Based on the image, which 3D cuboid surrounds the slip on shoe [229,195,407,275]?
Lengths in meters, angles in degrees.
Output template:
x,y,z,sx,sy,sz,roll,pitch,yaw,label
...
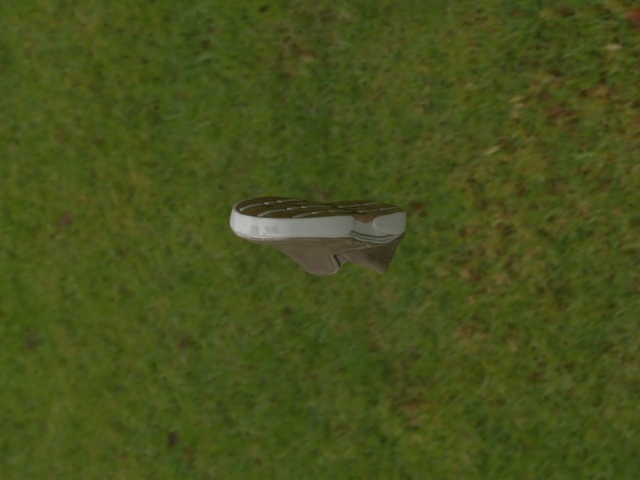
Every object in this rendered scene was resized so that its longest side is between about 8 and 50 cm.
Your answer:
x,y,z,sx,sy,sz,roll,pitch,yaw,label
0.000,0.000,0.738,0.051,0.135,0.041,17,101,31,slip on shoe
